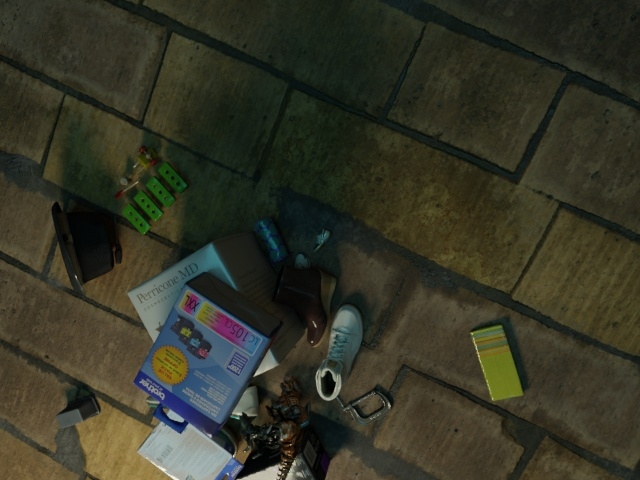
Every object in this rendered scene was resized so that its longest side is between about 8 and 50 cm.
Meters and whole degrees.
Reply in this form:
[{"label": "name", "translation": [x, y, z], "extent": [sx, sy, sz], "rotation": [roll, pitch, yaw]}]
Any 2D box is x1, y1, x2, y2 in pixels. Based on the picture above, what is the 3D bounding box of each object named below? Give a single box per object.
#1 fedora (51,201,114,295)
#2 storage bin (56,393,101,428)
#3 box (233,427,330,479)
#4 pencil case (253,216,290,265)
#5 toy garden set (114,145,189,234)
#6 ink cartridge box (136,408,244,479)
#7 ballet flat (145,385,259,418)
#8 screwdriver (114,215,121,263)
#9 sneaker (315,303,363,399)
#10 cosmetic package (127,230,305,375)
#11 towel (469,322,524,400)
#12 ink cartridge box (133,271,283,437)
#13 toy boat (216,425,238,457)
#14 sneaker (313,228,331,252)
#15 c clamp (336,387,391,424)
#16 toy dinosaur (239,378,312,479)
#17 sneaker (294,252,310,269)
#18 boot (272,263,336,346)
[{"label": "fedora", "translation": [-0.795, 0.016, 1.791], "extent": [0.152, 0.334, 0.335], "rotation": [-15, 96, -22]}, {"label": "storage bin", "translation": [-0.909, 0.638, 1.959], "extent": [0.135, 0.091, 0.098], "rotation": [-20, 93, 14]}, {"label": "box", "translation": [-0.126, 0.772, 1.767], "extent": [0.270, 0.165, 0.144], "rotation": [-28, 93, 15]}, {"label": "pencil case", "translation": [-0.159, 0.001, 1.712], "extent": [0.070, 0.064, 0.152], "rotation": [-27, 91, -1]}, {"label": "toy garden set", "translation": [-0.587, -0.179, 1.791], "extent": [0.244, 0.049, 0.204], "rotation": [-43, 89, 16]}, {"label": "ink cartridge box", "translation": [-0.424, 0.709, 1.743], "extent": [0.311, 0.065, 0.186], "rotation": [38, 91, -1]}, {"label": "ballet flat", "translation": [-0.401, 0.532, 1.826], "extent": [0.399, 0.139, 0.139], "rotation": [5, 99, 7]}, {"label": "screwdriver", "translation": [-0.720, -0.001, 1.864], "extent": [0.024, 0.025, 0.170], "rotation": [-2, 89, 13]}, {"label": "sneaker", "translation": [0.062, 0.358, 1.664], "extent": [0.107, 0.169, 0.293], "rotation": [11, 99, 12]}, {"label": "cosmetic package", "translation": [-0.307, 0.227, 1.644], "extent": [0.329, 0.327, 0.394], "rotation": [-29, 90, 15]}, {"label": "towel", "translation": [0.549, 0.379, 1.637], "extent": [0.102, 0.021, 0.238], "rotation": [-17, 95, 20]}, {"label": "ink cartridge box", "translation": [-0.313, 0.328, 1.418], "extent": [0.269, 0.151, 0.396], "rotation": [31, 105, 7]}, {"label": "toy boat", "translation": [-0.412, 0.788, 1.842], "extent": [0.267, 0.148, 0.319], "rotation": [-5, 97, 13]}, {"label": "sneaker", "translation": [0.000, 0.000, 1.698], "extent": [0.037, 0.032, 0.083], "rotation": [40, 100, 18]}, {"label": "c clamp", "translation": [0.147, 0.544, 1.747], "extent": [0.160, 0.022, 0.137], "rotation": [-29, 91, 15]}, {"label": "toy dinosaur", "translation": [-0.133, 0.605, 1.684], "extent": [0.218, 0.322, 0.165], "rotation": [-13, 117, 13]}, {"label": "sneaker", "translation": [-0.064, 0.108, 1.710], "extent": [0.052, 0.058, 0.136], "rotation": [3, 98, 12]}, {"label": "boot", "translation": [-0.065, 0.206, 1.661], "extent": [0.206, 0.090, 0.249], "rotation": [13, 89, -31]}]
